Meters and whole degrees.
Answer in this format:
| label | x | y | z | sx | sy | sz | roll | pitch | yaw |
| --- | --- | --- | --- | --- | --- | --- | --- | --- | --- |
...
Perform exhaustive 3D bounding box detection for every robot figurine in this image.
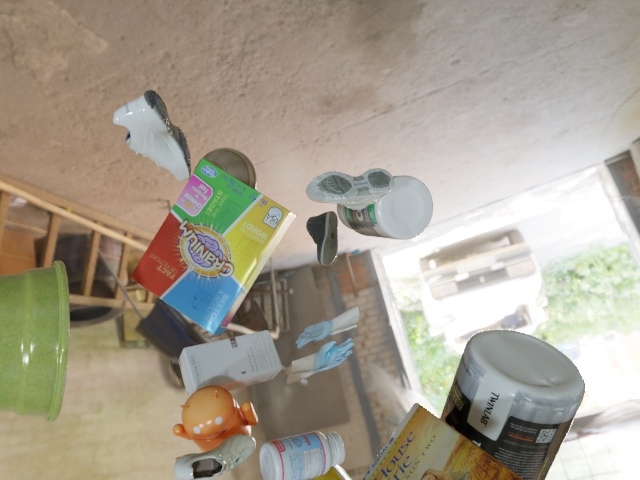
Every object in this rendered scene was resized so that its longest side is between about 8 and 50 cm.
| label | x | y | z | sx | sy | sz | roll | pitch | yaw |
| --- | --- | --- | --- | --- | --- | --- | --- | --- | --- |
| robot figurine | -0.240 | 0.421 | 1.199 | 0.158 | 0.128 | 0.219 | 9 | 136 | 29 |

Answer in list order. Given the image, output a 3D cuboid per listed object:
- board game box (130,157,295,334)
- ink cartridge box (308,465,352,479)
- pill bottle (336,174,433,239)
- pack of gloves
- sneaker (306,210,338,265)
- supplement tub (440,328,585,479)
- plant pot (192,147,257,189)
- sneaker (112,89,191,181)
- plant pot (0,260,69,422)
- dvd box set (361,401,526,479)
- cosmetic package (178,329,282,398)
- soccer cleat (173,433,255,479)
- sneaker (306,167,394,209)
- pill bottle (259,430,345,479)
| label | x | y | z | sx | sy | sz | roll | pitch | yaw |
| --- | --- | --- | --- | --- | --- | --- | --- | --- | --- |
| board game box | -0.240 | 0.013 | 1.170 | 0.316 | 0.242 | 0.064 | -59 | 168 | 0 |
| ink cartridge box | -0.041 | 0.639 | 1.152 | 0.072 | 0.307 | 0.303 | 43 | 169 | -22 |
| pill bottle | 0.200 | -0.111 | 1.760 | 0.204 | 0.204 | 0.361 | -7 | -175 | -21 |
| pack of gloves | 0.000 | 0.283 | 1.474 | 0.232 | 0.195 | 0.046 | -28 | 120 | 27 |
| sneaker | 0.000 | 0.000 | 2.004 | 0.118 | 0.222 | 0.083 | -12 | 149 | 37 |
| supplement tub | 0.325 | 0.351 | 0.961 | 0.207 | 0.207 | 0.338 | -3 | 117 | -29 |
| plant pot | -0.339 | -0.198 | 1.721 | 0.237 | 0.237 | 0.110 | -20 | 168 | 16 |
| sneaker | -0.430 | -0.261 | 1.372 | 0.129 | 0.111 | 0.297 | -18 | 143 | 2 |
| plant pot | -0.562 | 0.165 | 0.837 | 0.254 | 0.276 | 0.276 | 4 | 154 | -34 |
| dvd box set | 0.147 | 0.422 | 0.743 | 0.307 | 0.062 | 0.420 | -53 | -173 | -7 |
| cosmetic package | -0.228 | 0.314 | 1.326 | 0.231 | 0.117 | 0.085 | -8 | 150 | -32 |
| soccer cleat | -0.202 | 0.446 | 1.059 | 0.076 | 0.068 | 0.196 | -8 | 174 | 44 |
| sneaker | 0.071 | -0.115 | 1.338 | 0.232 | 0.090 | 0.115 | -5 | 150 | -17 |
| pill bottle | -0.035 | 0.434 | 1.048 | 0.160 | 0.087 | 0.087 | -1 | 157 | -32 |
